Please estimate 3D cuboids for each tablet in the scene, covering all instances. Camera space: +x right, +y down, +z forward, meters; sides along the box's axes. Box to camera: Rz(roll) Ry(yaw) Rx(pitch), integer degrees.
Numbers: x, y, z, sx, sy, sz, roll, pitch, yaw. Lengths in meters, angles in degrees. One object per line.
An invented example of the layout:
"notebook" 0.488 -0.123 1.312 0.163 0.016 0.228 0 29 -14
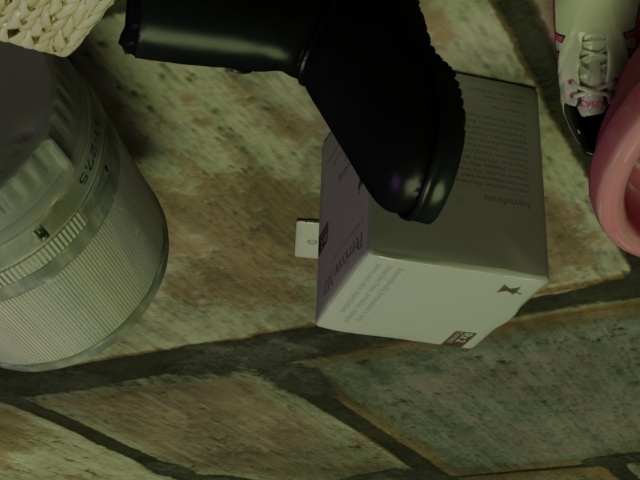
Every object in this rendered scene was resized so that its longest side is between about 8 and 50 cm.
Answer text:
"tablet" 0.000 0.000 1.172 0.054 0.006 0.083 4 152 -1

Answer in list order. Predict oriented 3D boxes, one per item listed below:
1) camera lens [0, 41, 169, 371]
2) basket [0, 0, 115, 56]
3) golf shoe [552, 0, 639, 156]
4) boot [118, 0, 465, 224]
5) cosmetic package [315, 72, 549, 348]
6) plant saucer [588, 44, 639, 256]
"camera lens" -0.261 -0.030 0.907 0.219 0.219 0.274 -2 152 10
"basket" -0.169 -0.204 0.682 0.103 0.113 0.167 17 149 -30
"golf shoe" 0.208 -0.137 0.805 0.067 0.086 0.186 -2 151 15
"boot" -0.028 -0.113 0.716 0.207 0.246 0.094 8 130 -15
"cosmetic package" 0.089 -0.027 0.920 0.151 0.184 0.151 9 151 -13
"plant saucer" 0.341 -0.107 0.775 0.332 0.084 0.332 -13 148 -8
